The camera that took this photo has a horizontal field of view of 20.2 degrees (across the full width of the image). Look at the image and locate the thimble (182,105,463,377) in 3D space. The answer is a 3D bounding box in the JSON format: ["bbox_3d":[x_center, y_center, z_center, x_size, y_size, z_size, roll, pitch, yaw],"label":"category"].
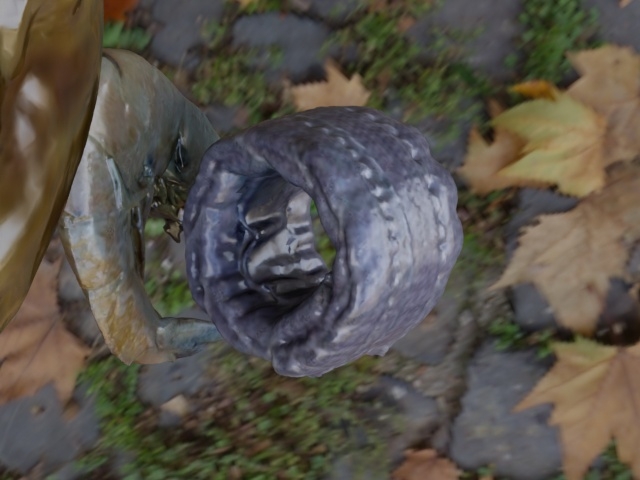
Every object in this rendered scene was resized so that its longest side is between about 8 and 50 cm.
[{"bbox_3d":[0.001,-0.002,1.020,0.097,0.150,0.150,-16,83,-46],"label":"thimble"}]

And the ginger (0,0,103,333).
[{"bbox_3d":[-0.138,-0.050,0.461,0.165,0.172,0.321,24,37,-20],"label":"ginger"}]

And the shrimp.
[{"bbox_3d":[-0.093,-0.007,1.089,0.075,0.289,0.178,0,79,9],"label":"shrimp"}]
